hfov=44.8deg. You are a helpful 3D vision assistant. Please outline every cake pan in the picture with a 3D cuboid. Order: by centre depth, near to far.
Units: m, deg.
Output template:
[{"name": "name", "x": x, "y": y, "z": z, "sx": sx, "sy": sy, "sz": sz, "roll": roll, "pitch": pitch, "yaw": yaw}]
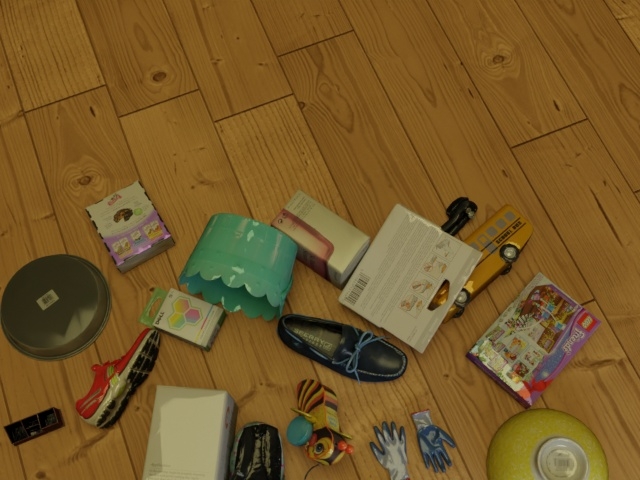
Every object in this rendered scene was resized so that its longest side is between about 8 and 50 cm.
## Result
[{"name": "cake pan", "x": -0.696, "y": 0.164, "z": 2.017, "sx": 0.293, "sy": 0.054, "sz": 0.293, "roll": 0, "pitch": 68, "yaw": 1}]

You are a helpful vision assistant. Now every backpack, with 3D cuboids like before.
[{"name": "backpack", "x": -0.154, "y": 0.521, "z": 1.834, "sx": 0.152, "sy": 0.115, "sz": 0.182, "roll": 6, "pitch": 77, "yaw": -18}]

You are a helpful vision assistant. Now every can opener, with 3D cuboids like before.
[{"name": "can opener", "x": 0.355, "y": -0.039, "z": 2.091, "sx": 0.059, "sy": 0.073, "sz": 0.186, "roll": 46, "pitch": 76, "yaw": -24}]

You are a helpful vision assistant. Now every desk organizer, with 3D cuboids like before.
[{"name": "desk organizer", "x": -0.703, "y": 0.456, "z": 1.904, "sx": 0.130, "sy": 0.050, "sz": 0.047, "roll": -21, "pitch": 70, "yaw": -7}]

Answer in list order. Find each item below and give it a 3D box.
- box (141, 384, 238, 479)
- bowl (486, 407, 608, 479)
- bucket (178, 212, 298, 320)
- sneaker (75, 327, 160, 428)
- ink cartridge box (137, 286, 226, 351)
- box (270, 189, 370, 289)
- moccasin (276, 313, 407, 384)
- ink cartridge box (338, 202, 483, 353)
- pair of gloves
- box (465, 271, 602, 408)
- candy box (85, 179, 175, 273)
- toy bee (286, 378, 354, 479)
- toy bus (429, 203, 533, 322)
[{"name": "box", "x": -0.301, "y": 0.528, "z": 1.783, "sx": 0.168, "sy": 0.215, "sz": 0.345, "roll": 4, "pitch": 68, "yaw": 3}, {"name": "bowl", "x": 0.544, "y": 0.526, "z": 1.806, "sx": 0.289, "sy": 0.156, "sz": 0.289, "roll": 0, "pitch": 69, "yaw": 0}, {"name": "bucket", "x": -0.196, "y": 0.067, "z": 1.939, "sx": 0.281, "sy": 0.281, "sz": 0.183, "roll": 17, "pitch": 71, "yaw": 7}, {"name": "sneaker", "x": -0.508, "y": 0.325, "z": 1.929, "sx": 0.118, "sy": 0.107, "sz": 0.279, "roll": 26, "pitch": 68, "yaw": 20}, {"name": "ink cartridge box", "x": -0.360, "y": 0.194, "z": 1.996, "sx": 0.209, "sy": 0.062, "sz": 0.109, "roll": 21, "pitch": 71, "yaw": 9}, {"name": "box", "x": 0.000, "y": 0.000, "z": 2.022, "sx": 0.232, "sy": 0.148, "sz": 0.127, "roll": 35, "pitch": 74, "yaw": 14}, {"name": "moccasin", "x": 0.049, "y": 0.272, "z": 1.931, "sx": 0.342, "sy": 0.117, "sz": 0.137, "roll": 13, "pitch": 69, "yaw": 6}, {"name": "ink cartridge box", "x": 0.229, "y": 0.095, "z": 1.965, "sx": 0.261, "sy": 0.066, "sz": 0.296, "roll": 32, "pitch": 91, "yaw": 20}, {"name": "pair of gloves", "x": 0.226, "y": 0.502, "z": 1.891, "sx": 0.198, "sy": 0.023, "sz": 0.159, "roll": -17, "pitch": 71, "yaw": -5}, {"name": "box", "x": 0.539, "y": 0.250, "z": 1.966, "sx": 0.201, "sy": 0.057, "sz": 0.293, "roll": 42, "pitch": 75, "yaw": 16}, {"name": "candy box", "x": -0.510, "y": -0.038, "z": 2.085, "sx": 0.165, "sy": 0.070, "sz": 0.196, "roll": -30, "pitch": 72, "yaw": -10}, {"name": "toy bee", "x": 0.014, "y": 0.465, "z": 1.826, "sx": 0.162, "sy": 0.195, "sz": 0.298, "roll": -21, "pitch": 69, "yaw": 33}, {"name": "toy bus", "x": 0.407, "y": 0.062, "z": 2.014, "sx": 0.333, "sy": 0.108, "sz": 0.130, "roll": -39, "pitch": 73, "yaw": -13}]
